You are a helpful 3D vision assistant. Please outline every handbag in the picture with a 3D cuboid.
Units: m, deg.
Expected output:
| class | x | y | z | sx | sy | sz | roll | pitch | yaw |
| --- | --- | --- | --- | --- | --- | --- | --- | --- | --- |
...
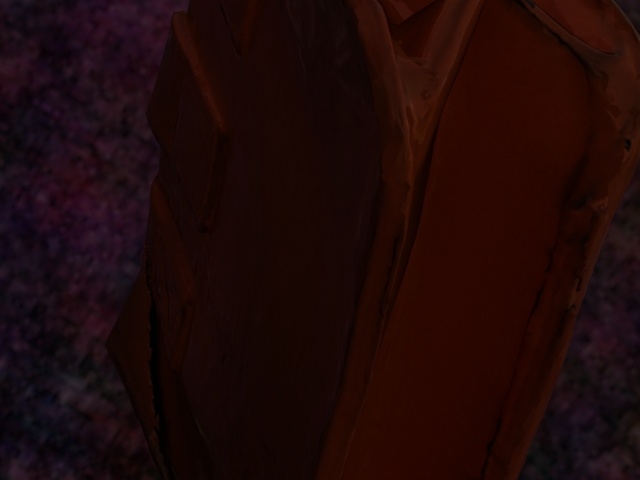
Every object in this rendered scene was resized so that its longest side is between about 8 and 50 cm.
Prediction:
| class | x | y | z | sx | sy | sz | roll | pitch | yaw |
| --- | --- | --- | --- | --- | --- | --- | --- | --- | --- |
| handbag | 0.000 | 0.000 | 0.816 | 0.116 | 0.410 | 0.303 | -5 | 44 | -20 |
